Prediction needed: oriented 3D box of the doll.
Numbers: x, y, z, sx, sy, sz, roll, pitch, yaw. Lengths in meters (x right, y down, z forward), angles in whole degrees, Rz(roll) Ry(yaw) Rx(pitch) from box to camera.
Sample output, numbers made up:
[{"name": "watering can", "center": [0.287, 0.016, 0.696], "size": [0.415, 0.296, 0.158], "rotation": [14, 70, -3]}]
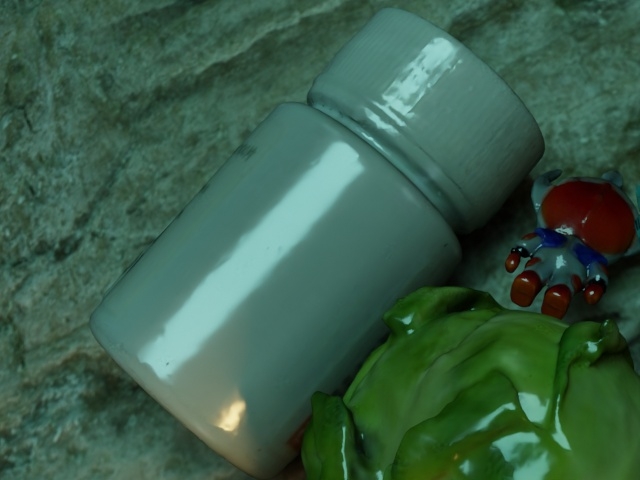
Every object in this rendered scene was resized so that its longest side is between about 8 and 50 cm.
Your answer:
[{"name": "doll", "center": [0.212, -0.004, 0.993], "size": [0.104, 0.062, 0.195], "rotation": [10, 37, 28]}]

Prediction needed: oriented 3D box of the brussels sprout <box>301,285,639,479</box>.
[{"name": "brussels sprout", "center": [0.120, 0.163, 0.862], "size": [0.259, 0.227, 0.294], "rotation": [-14, 57, 47]}]

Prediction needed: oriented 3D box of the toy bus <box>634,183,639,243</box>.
[{"name": "toy bus", "center": [0.293, 0.006, 0.915], "size": [0.091, 0.160, 0.079], "rotation": [-21, 55, 16]}]

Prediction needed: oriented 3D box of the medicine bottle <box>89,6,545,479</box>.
[{"name": "medicine bottle", "center": [0.000, 0.000, 1.031], "size": [0.371, 0.211, 0.211], "rotation": [-48, 53, -7]}]
